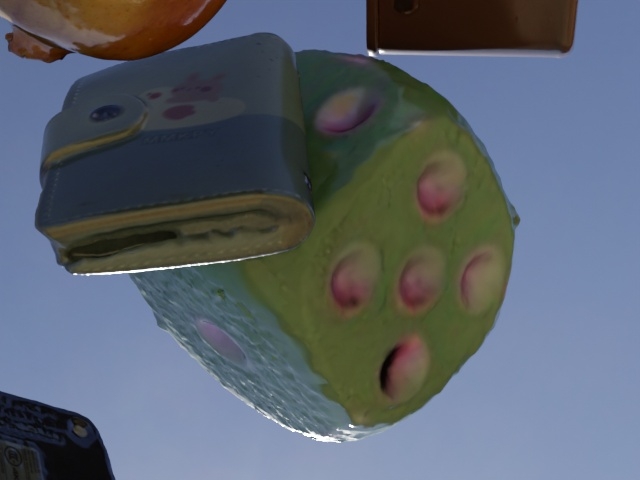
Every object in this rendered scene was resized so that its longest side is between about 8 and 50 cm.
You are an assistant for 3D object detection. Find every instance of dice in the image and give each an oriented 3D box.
[{"bbox_3d":[0.000,0.000,1.622,0.330,0.322,0.318,-48,-48,-23],"label":"dice"}]

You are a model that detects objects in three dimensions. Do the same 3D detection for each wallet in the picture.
[{"bbox_3d":[-0.138,-0.093,1.390,0.252,0.360,0.083,-8,-59,0],"label":"wallet"}]

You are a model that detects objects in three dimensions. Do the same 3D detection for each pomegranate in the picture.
[{"bbox_3d":[-0.180,-0.262,1.162,0.264,0.264,0.264,-18,-60,-33],"label":"pomegranate"}]

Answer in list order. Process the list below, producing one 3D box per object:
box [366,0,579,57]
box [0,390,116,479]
[{"bbox_3d":[0.187,-0.379,1.676,0.339,0.230,0.239,-76,-13,-45],"label":"box"},{"bbox_3d":[-0.156,0.125,0.757,0.125,0.126,0.027,20,-61,-34],"label":"box"}]
